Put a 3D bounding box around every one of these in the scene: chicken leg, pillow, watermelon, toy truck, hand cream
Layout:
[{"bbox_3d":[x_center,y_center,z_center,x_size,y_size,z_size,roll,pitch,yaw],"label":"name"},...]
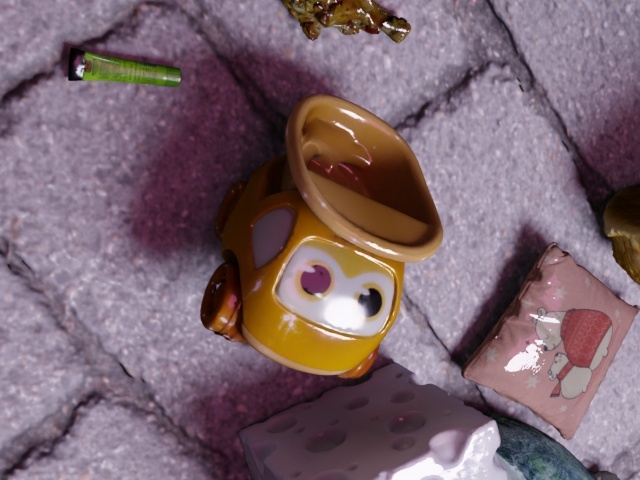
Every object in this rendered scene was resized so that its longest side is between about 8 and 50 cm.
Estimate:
[{"bbox_3d":[0.032,-0.275,0.991,0.178,0.070,0.093,12,93,-34],"label":"chicken leg"},{"bbox_3d":[0.337,0.143,1.163,0.223,0.084,0.236,35,87,-24],"label":"pillow"},{"bbox_3d":[0.279,0.370,1.131,0.214,0.320,0.289,-58,155,12],"label":"watermelon"},{"bbox_3d":[0.000,0.000,0.916,0.204,0.288,0.211,23,132,-23],"label":"toy truck"},{"bbox_3d":[-0.218,-0.189,0.914,0.122,0.023,0.036,3,107,-22],"label":"hand cream"}]

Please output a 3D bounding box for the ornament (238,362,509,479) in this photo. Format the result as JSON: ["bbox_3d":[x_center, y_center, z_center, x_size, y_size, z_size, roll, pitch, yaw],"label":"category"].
[{"bbox_3d":[0.073,0.328,0.994,0.239,0.239,0.239,-20,106,-20],"label":"ornament"}]

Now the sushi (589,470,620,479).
[{"bbox_3d":[0.402,0.420,1.229,0.150,0.090,0.078,-33,113,-18],"label":"sushi"}]

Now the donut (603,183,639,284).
[{"bbox_3d":[0.553,0.001,1.102,0.330,0.330,0.160,-20,108,-19],"label":"donut"}]
